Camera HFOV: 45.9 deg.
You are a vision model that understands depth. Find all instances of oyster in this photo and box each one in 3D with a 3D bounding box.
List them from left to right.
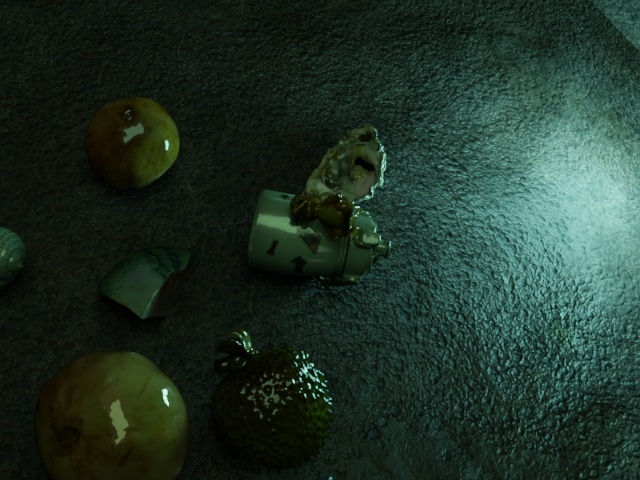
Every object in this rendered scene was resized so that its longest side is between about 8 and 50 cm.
[{"bbox_3d":[0.093,-0.187,2.147,0.201,0.107,0.355,16,61,30],"label":"oyster"}]

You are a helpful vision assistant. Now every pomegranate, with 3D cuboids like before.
[{"bbox_3d":[-0.416,0.392,1.579,0.338,0.338,0.338,6,61,-12],"label":"pomegranate"},{"bbox_3d":[-0.482,-0.249,1.952,0.248,0.248,0.248,6,61,-12],"label":"pomegranate"}]

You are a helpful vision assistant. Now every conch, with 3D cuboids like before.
[{"bbox_3d":[-0.770,0.049,1.760,0.199,0.131,0.172,12,83,37],"label":"conch"}]

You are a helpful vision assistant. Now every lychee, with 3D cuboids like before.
[{"bbox_3d":[-0.117,0.359,1.690,0.319,0.270,0.270,35,59,9],"label":"lychee"}]

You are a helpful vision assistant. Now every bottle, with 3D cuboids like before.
[{"bbox_3d":[0.000,0.000,1.936,0.351,0.229,0.229,9,60,-2],"label":"bottle"}]

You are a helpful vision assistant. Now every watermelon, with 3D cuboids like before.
[{"bbox_3d":[-0.404,0.099,1.807,0.255,0.260,0.176,-23,84,-7],"label":"watermelon"}]

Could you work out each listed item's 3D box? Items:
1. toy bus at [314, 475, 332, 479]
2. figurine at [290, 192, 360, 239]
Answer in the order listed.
[{"bbox_3d":[-0.056,0.638,1.644,0.265,0.121,0.120,-38,86,-29],"label":"toy bus"},{"bbox_3d":[0.015,-0.076,1.812,0.176,0.121,0.122,13,30,11],"label":"figurine"}]
